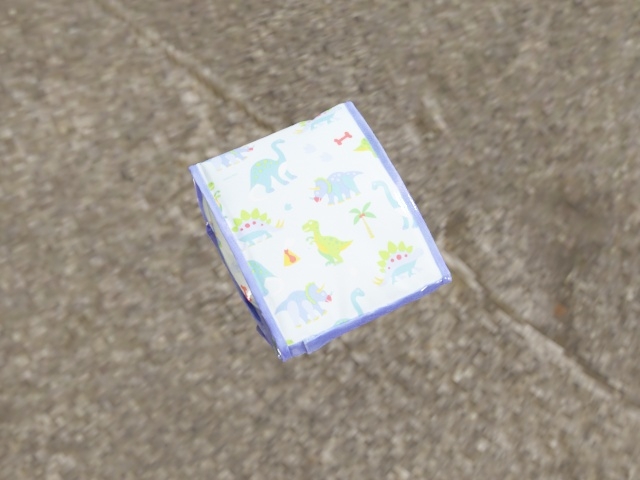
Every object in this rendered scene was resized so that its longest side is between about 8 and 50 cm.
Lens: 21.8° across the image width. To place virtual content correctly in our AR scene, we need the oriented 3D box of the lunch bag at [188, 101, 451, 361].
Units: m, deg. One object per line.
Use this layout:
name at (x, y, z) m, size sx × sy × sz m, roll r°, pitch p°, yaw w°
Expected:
lunch bag at (0.000, 0.000, 1.124) m, size 0.129 × 0.096 × 0.151 m, roll -25°, pitch 52°, yaw -9°
